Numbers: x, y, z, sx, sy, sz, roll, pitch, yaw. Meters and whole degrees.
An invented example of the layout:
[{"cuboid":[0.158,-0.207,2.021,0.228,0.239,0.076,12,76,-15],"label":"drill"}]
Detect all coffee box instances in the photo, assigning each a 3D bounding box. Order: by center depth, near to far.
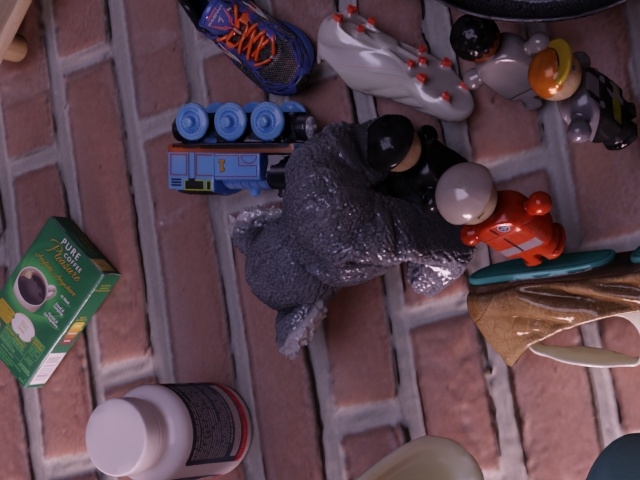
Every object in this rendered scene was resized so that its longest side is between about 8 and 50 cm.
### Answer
[{"cuboid":[-0.329,0.075,1.827,0.113,0.040,0.184,43,108,25],"label":"coffee box"}]

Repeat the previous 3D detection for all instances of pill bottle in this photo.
[{"cuboid":[-0.165,0.208,1.638,0.108,0.180,0.108,-3,85,30],"label":"pill bottle"}]

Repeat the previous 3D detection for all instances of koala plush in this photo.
[{"cuboid":[0.000,0.000,1.564,0.221,0.203,0.196,-38,68,36],"label":"koala plush"}]

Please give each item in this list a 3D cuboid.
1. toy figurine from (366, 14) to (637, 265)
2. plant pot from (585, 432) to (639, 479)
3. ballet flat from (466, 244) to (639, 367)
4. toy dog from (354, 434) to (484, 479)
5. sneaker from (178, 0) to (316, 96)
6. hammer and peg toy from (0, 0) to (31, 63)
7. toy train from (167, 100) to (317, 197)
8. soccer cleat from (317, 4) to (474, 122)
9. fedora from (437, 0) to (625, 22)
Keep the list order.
[{"cuboid":[0.167,-0.104,1.437,0.209,0.148,0.213,-56,35,6],"label":"toy figurine"},{"cuboid":[0.367,0.256,1.283,0.255,0.272,0.271,-3,85,45],"label":"plant pot"},{"cuboid":[0.300,0.054,1.424,0.342,0.116,0.124,-16,99,29],"label":"ballet flat"},{"cuboid":[-0.028,0.407,1.449,0.284,0.395,0.408,62,149,5],"label":"toy dog"},{"cuboid":[-0.094,-0.234,1.683,0.221,0.087,0.083,41,108,27],"label":"sneaker"},{"cuboid":[-0.407,-0.417,1.861,0.266,0.127,0.361,36,104,30],"label":"hammer and peg toy"},{"cuboid":[-0.085,-0.101,1.677,0.184,0.080,0.105,2,97,29],"label":"toy train"},{"cuboid":[0.078,-0.173,1.596,0.196,0.068,0.076,36,134,21],"label":"soccer cleat"},{"cuboid":[0.191,-0.363,1.419,0.334,0.152,0.334,-7,58,11],"label":"fedora"}]
